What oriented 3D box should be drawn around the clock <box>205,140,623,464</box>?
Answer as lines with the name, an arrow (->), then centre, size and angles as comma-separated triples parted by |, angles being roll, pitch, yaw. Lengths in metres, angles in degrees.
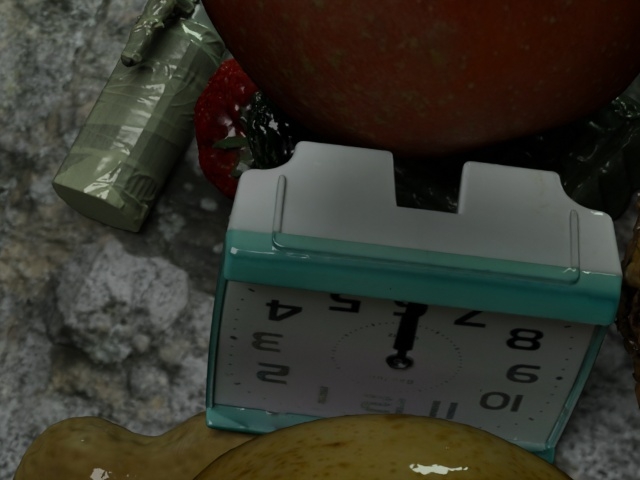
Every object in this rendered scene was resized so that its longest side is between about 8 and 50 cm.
clock -> 0.058, 0.048, 1.314 | 0.262, 0.231, 0.116 | 7, 53, -2

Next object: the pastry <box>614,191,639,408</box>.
pastry -> 0.324, 0.047, 1.255 | 0.275, 0.275, 0.193 | -34, 34, 0

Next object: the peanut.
peanut -> -0.109, 0.185, 1.414 | 0.263, 0.101, 0.117 | -3, 39, 19

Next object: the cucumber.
cucumber -> 0.001, 0.000, 1.436 | 0.067, 0.067, 0.245 | -16, 92, 10

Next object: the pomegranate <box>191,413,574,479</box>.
pomegranate -> 0.016, 0.299, 1.140 | 0.417, 0.416, 0.416 | -7, 63, 14

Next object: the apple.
apple -> 0.081, -0.216, 1.324 | 0.348, 0.277, 0.348 | -10, 25, 5

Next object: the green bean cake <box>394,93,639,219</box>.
green bean cake -> 0.144, -0.064, 1.462 | 0.183, 0.094, 0.185 | 36, 75, 29

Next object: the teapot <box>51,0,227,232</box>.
teapot -> -0.149, -0.118, 1.568 | 0.077, 0.107, 0.200 | 17, 71, 27

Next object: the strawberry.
strawberry -> -0.044, -0.091, 1.528 | 0.131, 0.148, 0.131 | -1, 100, -7
